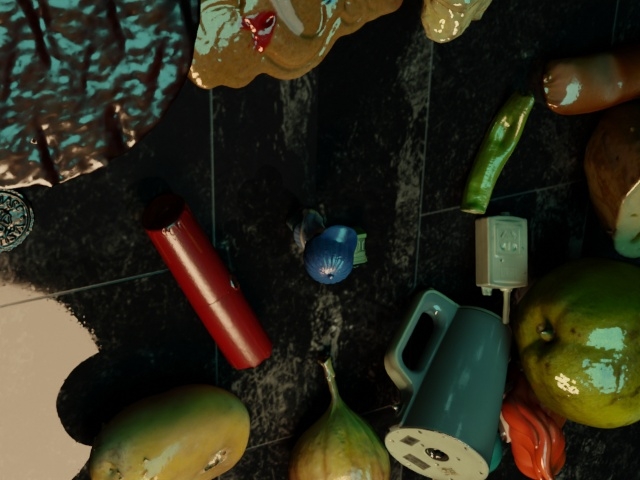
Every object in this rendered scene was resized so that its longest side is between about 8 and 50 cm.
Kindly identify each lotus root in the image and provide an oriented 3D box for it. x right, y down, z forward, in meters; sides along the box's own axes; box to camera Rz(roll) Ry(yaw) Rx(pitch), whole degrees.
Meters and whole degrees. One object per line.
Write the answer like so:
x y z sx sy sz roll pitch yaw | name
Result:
0.553 -0.091 1.701 0.316 0.250 0.316 -9 130 -11 | lotus root

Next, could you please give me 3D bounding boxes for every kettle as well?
0.185 0.210 1.641 0.210 0.160 0.243 31 56 -14 | kettle

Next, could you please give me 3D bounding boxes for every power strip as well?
0.279 0.040 1.666 0.075 0.042 0.175 2 84 -24 | power strip

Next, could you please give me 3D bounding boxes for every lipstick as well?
-0.148 0.059 1.444 0.073 0.073 0.280 -36 128 -11 | lipstick

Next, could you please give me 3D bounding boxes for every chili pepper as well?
0.260 -0.131 1.606 0.050 0.052 0.202 1 115 -64 | chili pepper

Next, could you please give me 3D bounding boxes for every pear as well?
0.434 0.155 1.681 0.321 0.269 0.269 5 111 -44 | pear

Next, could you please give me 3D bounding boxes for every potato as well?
-0.203 0.276 1.479 0.234 0.146 0.150 -25 169 -33 | potato

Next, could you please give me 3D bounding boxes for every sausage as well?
0.453 -0.253 1.643 0.300 0.083 0.089 -15 110 -22 | sausage

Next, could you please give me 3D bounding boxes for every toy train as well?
0.024 0.013 1.545 0.093 0.038 0.056 -10 116 -27 | toy train

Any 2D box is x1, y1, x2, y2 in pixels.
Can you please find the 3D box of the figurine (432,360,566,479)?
0.299 0.317 1.767 0.257 0.208 0.181 -27 92 -10 | figurine

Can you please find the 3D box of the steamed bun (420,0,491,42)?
0.196 -0.392 1.345 0.137 0.295 0.292 35 65 1 | steamed bun

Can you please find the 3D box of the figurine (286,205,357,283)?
-0.008 0.005 1.458 0.079 0.136 0.077 -41 129 -18 | figurine

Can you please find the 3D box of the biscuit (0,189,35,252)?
-0.382 -0.028 1.283 0.089 0.027 0.087 5 110 -34 | biscuit

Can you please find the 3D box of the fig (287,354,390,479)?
0.021 0.303 1.627 0.143 0.160 0.231 -57 142 -50 | fig

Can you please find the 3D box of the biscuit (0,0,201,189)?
-0.326 -0.247 1.164 0.407 0.091 0.407 -15 124 -24 | biscuit

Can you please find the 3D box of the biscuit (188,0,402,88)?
-0.034 -0.304 1.342 0.334 0.047 0.202 -34 127 -11 | biscuit
